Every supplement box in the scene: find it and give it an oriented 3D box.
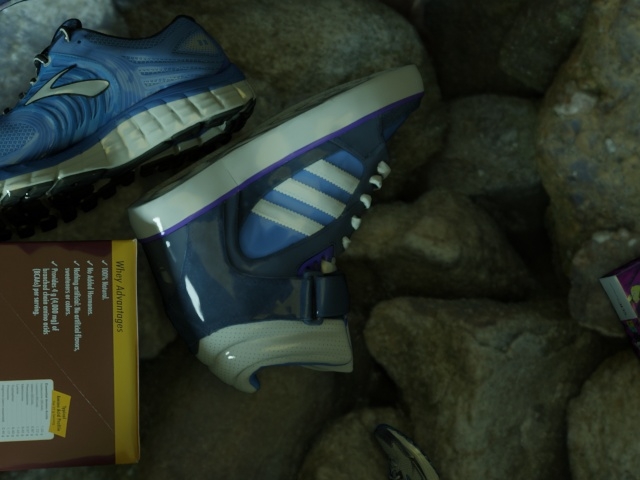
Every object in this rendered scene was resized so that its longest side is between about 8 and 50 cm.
[{"bbox_3d":[-0.258,0.099,0.989,0.194,0.129,0.191,-1,84,-12],"label":"supplement box"}]

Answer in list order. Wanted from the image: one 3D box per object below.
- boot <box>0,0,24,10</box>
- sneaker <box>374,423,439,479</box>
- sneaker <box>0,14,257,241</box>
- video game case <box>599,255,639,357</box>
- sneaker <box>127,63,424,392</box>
[{"bbox_3d":[-0.245,-0.284,1.072,0.190,0.069,0.086,-24,96,-5],"label":"boot"},{"bbox_3d":[0.087,0.238,1.088,0.058,0.052,0.135,-35,91,-9],"label":"sneaker"},{"bbox_3d":[-0.231,-0.109,1.035,0.330,0.130,0.147,-26,79,-19],"label":"sneaker"},{"bbox_3d":[0.436,0.080,1.182,0.232,0.042,0.210,-26,88,-13],"label":"video game case"},{"bbox_3d":[0.000,0.000,1.069,0.323,0.130,0.236,-31,103,-20],"label":"sneaker"}]
